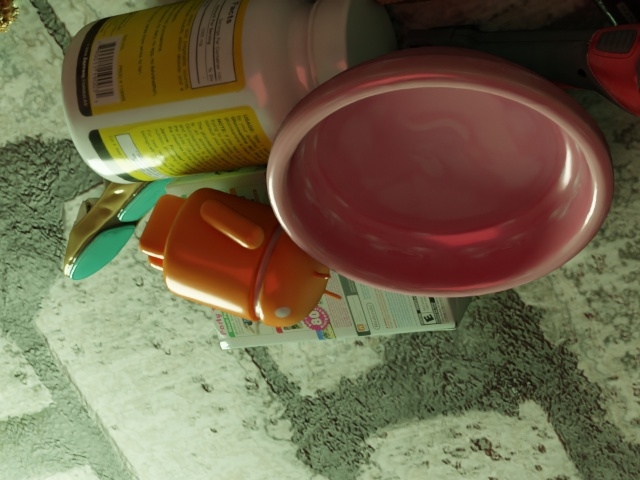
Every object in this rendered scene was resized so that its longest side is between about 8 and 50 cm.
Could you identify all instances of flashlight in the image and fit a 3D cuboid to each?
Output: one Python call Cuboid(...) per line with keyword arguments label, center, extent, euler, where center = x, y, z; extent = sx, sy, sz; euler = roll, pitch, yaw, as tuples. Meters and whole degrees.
Cuboid(label="flashlight", center=(0.235, -0.166, 1.327), extent=(0.304, 0.103, 0.103), euler=(4, 101, 39))

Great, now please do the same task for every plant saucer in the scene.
Cuboid(label="plant saucer", center=(0.116, -0.071, 1.314), extent=(0.332, 0.084, 0.332), euler=(4, 142, 3))

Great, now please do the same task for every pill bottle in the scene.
Cuboid(label="pill bottle", center=(-0.092, -0.170, 1.437), extent=(0.333, 0.188, 0.188), euler=(-6, 115, 26))

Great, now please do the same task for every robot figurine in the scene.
Cuboid(label="robot figurine", center=(-0.084, 0.019, 1.460), extent=(0.219, 0.128, 0.158), euler=(18, 121, 14))

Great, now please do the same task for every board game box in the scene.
Cuboid(label="board game box", center=(0.000, 0.000, 1.550), extent=(0.303, 0.097, 0.224), euler=(-7, 114, 24))

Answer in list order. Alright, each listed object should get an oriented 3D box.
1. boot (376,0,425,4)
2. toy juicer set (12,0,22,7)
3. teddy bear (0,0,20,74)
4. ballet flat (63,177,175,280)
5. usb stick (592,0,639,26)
Cuboid(label="boot", center=(0.136, -0.354, 1.311), extent=(0.248, 0.090, 0.207), euler=(-17, 91, 34))
Cuboid(label="toy juicer set", center=(-0.347, -0.373, 1.505), extent=(0.209, 0.089, 0.329), euler=(35, 144, -19))
Cuboid(label="teddy bear", center=(-0.440, -0.292, 1.493), extent=(0.245, 0.113, 0.338), euler=(33, 145, -11))
Cuboid(label="ballet flat", center=(-0.254, -0.041, 1.661), extent=(0.232, 0.080, 0.073), euler=(-43, 68, 32))
Cuboid(label="usb stick", center=(0.330, -0.214, 1.320), extent=(0.077, 0.045, 0.278), euler=(-34, 100, 30))
